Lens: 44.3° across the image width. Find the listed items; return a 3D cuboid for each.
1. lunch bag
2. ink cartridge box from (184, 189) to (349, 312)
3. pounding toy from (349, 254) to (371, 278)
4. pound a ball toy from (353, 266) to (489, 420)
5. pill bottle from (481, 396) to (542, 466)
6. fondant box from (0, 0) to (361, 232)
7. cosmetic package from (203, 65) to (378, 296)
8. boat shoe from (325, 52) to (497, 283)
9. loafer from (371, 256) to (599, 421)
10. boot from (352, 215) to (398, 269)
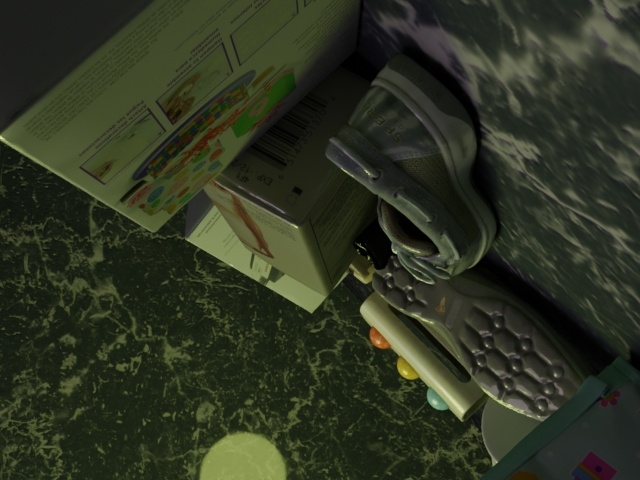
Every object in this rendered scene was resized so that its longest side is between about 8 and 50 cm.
[{"bbox_3d":[0.271,0.264,0.711,0.262,0.223,0.160,49,-177,-5],"label":"lunch bag"},{"bbox_3d":[-0.107,-0.026,1.579,0.307,0.129,0.223,33,-158,-24],"label":"ink cartridge box"},{"bbox_3d":[0.000,0.000,1.418,0.154,0.155,0.269,48,174,-40],"label":"pounding toy"},{"bbox_3d":[0.176,0.176,1.442,0.319,0.136,0.208,45,175,21],"label":"pound a ball toy"},{"bbox_3d":[0.298,0.272,0.931,0.161,0.161,0.283,43,174,48],"label":"pill bottle"},{"bbox_3d":[-0.084,-0.137,0.513,0.096,0.238,0.330,47,175,6],"label":"fondant box"},{"bbox_3d":[-0.018,-0.060,0.818,0.129,0.153,0.296,30,168,13],"label":"cosmetic package"},{"bbox_3d":[0.080,-0.036,0.698,0.118,0.103,0.320,46,175,23],"label":"boat shoe"},{"bbox_3d":[0.189,0.089,0.881,0.111,0.112,0.319,3,-153,-40],"label":"loafer"},{"bbox_3d":[0.076,-0.026,0.859,0.045,0.099,0.121,43,174,30],"label":"boot"}]
